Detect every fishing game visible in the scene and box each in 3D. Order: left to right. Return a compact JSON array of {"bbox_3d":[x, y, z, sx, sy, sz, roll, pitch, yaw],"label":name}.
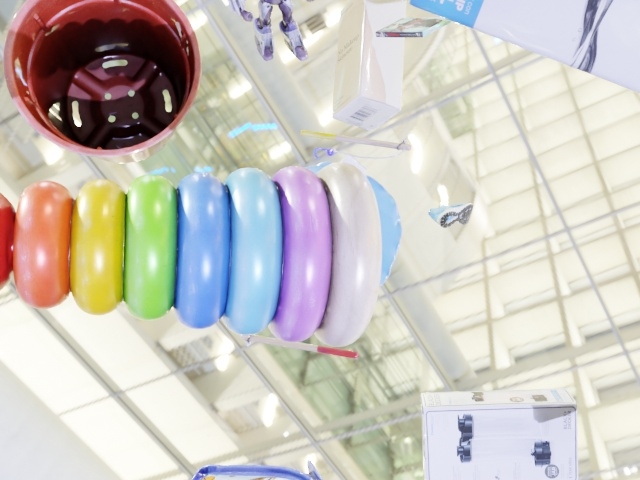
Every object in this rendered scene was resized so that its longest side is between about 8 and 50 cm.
[{"bbox_3d":[0.000,0.000,0.852,0.189,0.041,0.264,6,-108,18],"label":"fishing game"}]

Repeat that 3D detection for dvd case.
[{"bbox_3d":[0.178,-0.411,1.454,0.087,0.013,0.119,-35,-148,-32],"label":"dvd case"}]

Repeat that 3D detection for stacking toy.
[{"bbox_3d":[-0.130,0.010,0.540,0.330,0.141,0.141,0,-158,-14],"label":"stacking toy"}]

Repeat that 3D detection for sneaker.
[{"bbox_3d":[0.356,-0.081,2.060,0.162,0.063,0.073,-8,-149,-44],"label":"sneaker"}]

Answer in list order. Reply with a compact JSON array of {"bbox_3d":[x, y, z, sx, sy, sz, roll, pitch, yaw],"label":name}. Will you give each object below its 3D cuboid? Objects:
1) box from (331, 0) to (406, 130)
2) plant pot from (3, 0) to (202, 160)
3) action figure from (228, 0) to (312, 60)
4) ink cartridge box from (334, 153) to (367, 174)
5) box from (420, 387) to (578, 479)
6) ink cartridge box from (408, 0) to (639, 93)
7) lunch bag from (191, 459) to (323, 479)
[{"bbox_3d":[0.121,-0.448,1.860,0.148,0.121,0.311,-30,-128,57],"label":"box"},{"bbox_3d":[-0.327,-0.242,1.195,0.272,0.272,0.265,-39,-178,-10],"label":"plant pot"},{"bbox_3d":[-0.089,-0.478,1.511,0.185,0.285,0.099,-13,-115,-3],"label":"action figure"},{"bbox_3d":[0.030,-0.110,1.459,0.088,0.052,0.122,-51,-171,-12],"label":"ink cartridge box"},{"bbox_3d":[0.341,0.380,1.461,0.290,0.169,0.087,-4,-170,5],"label":"box"},{"bbox_3d":[0.352,-0.347,1.020,0.285,0.395,0.166,-54,165,-58],"label":"ink cartridge box"},{"bbox_3d":[-0.041,0.469,0.970,0.239,0.328,0.385,-35,-171,-41],"label":"lunch bag"}]
